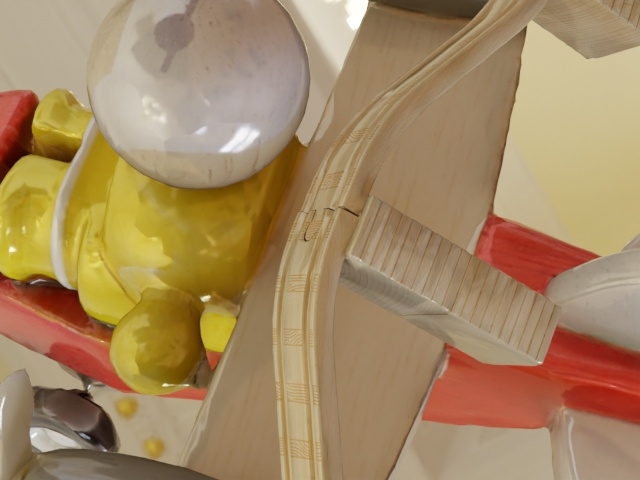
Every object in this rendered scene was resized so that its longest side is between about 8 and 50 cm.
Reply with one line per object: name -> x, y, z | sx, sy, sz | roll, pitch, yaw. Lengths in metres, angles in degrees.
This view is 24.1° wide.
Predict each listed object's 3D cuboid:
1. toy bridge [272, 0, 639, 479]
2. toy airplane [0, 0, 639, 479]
toy bridge -> 0.023, 0.010, 0.340 | 0.063, 0.026, 0.188 | 30, -107, -26
toy airplane -> 0.000, 0.000, 0.636 | 0.386, 0.384, 0.272 | 58, 175, 41
